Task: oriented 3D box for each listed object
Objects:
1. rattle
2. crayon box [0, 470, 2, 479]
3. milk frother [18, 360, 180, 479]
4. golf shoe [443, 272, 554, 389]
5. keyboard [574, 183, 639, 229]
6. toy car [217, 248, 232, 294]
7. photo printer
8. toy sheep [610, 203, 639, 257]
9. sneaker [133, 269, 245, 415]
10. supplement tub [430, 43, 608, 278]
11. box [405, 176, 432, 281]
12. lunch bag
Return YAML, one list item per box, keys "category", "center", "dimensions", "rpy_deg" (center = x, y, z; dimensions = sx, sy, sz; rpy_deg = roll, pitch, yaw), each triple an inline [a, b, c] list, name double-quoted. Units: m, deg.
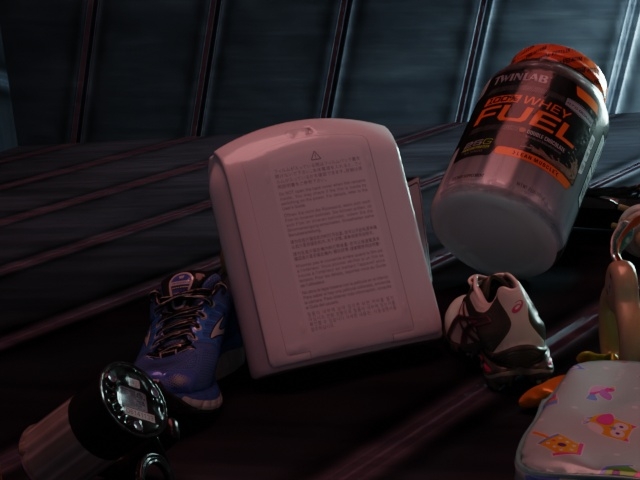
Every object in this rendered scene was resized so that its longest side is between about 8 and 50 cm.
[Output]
- category: "rattle"
  center: [0.286, 0.074, 1.507]
  dimensions: [0.142, 0.200, 0.130]
  rpy_deg: [-2, 12, 16]
- category: "crayon box"
  center: [-0.556, 0.237, 1.375]
  dimensions: [0.363, 0.106, 0.313]
  rpy_deg: [-17, 16, -42]
- category: "milk frother"
  center: [-0.210, 0.218, 1.351]
  dimensions: [0.134, 0.129, 0.143]
  rpy_deg: [-38, 29, 29]
- category: "golf shoe"
  center: [0.215, 0.088, 1.677]
  dimensions: [0.105, 0.120, 0.273]
  rpy_deg: [-9, 11, -9]
- category: "keyboard"
  center: [0.485, -0.056, 2.206]
  dimensions: [0.317, 0.033, 0.201]
  rpy_deg: [3, -16, 39]
- category: "toy car"
  center: [-0.098, 0.032, 2.164]
  dimensions: [0.188, 0.149, 0.155]
  rpy_deg: [-42, 22, -18]
- category: "photo printer"
  center: [0.000, 0.000, 1.730]
  dimensions: [0.256, 0.308, 0.107]
  rpy_deg: [-11, -9, -20]
- category: "toy sheep"
  center: [0.491, -0.017, 2.103]
  dimensions: [0.091, 0.091, 0.132]
  rpy_deg: [-4, 24, 10]
- category: "sneaker"
  center: [-0.173, 0.117, 1.659]
  dimensions: [0.129, 0.147, 0.330]
  rpy_deg: [-4, 13, 7]
- category: "supplement tub"
  center: [0.312, -0.126, 2.090]
  dimensions: [0.207, 0.207, 0.338]
  rpy_deg: [2, 49, 32]
- category: "box"
  center: [0.057, 0.020, 1.957]
  dimensions: [0.087, 0.169, 0.290]
  rpy_deg: [-2, 14, 29]
- category: "lunch bag"
  center: [0.292, 0.194, 1.166]
  dimensions: [0.224, 0.108, 0.279]
  rpy_deg: [6, 18, 22]
